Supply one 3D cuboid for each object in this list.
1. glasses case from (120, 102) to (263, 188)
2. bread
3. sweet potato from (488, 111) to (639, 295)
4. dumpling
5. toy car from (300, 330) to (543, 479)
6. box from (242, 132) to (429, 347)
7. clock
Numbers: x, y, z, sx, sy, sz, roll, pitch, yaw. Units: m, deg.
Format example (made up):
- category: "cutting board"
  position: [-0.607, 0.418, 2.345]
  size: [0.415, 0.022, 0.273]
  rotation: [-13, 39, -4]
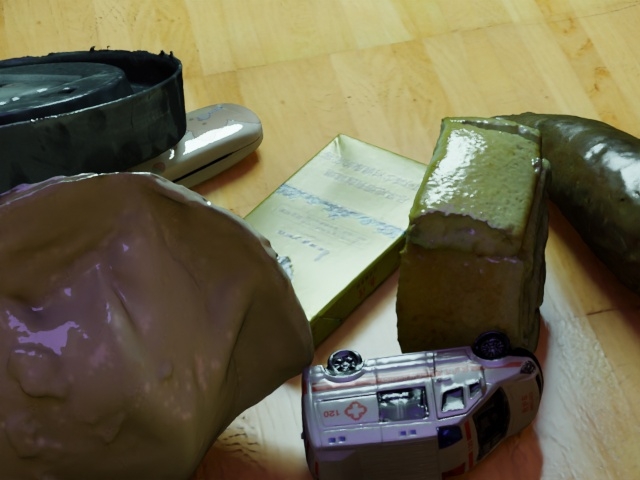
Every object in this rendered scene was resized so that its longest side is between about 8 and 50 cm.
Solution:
- category: "glasses case"
  position: [-0.152, -0.087, 1.844]
  size: [0.204, 0.051, 0.081]
  rotation: [-29, 44, -26]
- category: "bread"
  position: [0.145, -0.011, 1.605]
  size: [0.124, 0.186, 0.257]
  rotation: [7, 49, 9]
- category: "sweet potato"
  position: [0.274, -0.044, 1.695]
  size: [0.130, 0.130, 0.423]
  rotation: [-24, 36, -22]
- category: "dumpling"
  position: [-0.208, 0.076, 1.443]
  size: [0.395, 0.315, 0.233]
  rotation: [-18, 36, -8]
- category: "toy car"
  position: [0.087, 0.149, 1.497]
  size: [0.210, 0.089, 0.108]
  rotation: [-7, 40, 1]
- category: "box"
  position: [0.000, -0.001, 1.729]
  size: [0.153, 0.041, 0.279]
  rotation: [22, 47, 29]
- category: "clock"
  position: [-0.320, -0.115, 1.776]
  size: [0.386, 0.076, 0.386]
  rotation: [-7, 17, 2]
